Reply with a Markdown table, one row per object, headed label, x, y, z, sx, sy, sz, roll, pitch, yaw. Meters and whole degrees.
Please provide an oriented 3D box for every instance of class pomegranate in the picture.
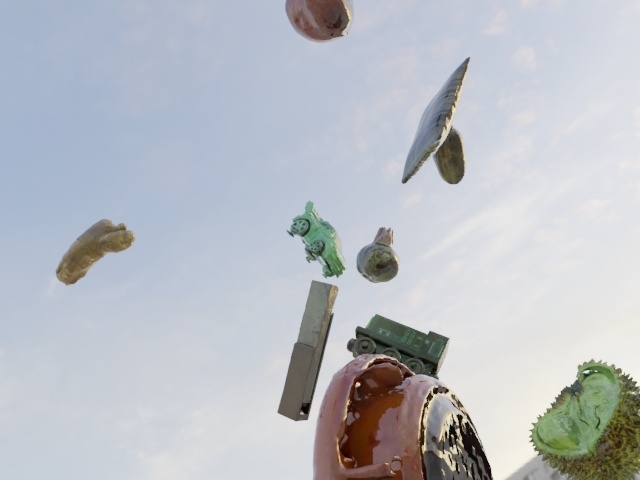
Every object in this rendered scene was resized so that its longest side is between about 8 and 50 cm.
| label | x | y | z | sx | sy | sz | roll | pitch | yaw |
| --- | --- | --- | --- | --- | --- | --- | --- | --- | --- |
| pomegranate | 0.164 | 0.044 | 1.671 | 0.125 | 0.163 | 0.138 | -7 | -5 | -11 |

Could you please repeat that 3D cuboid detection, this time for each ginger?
| label | x | y | z | sx | sy | sz | roll | pitch | yaw |
| --- | --- | --- | --- | --- | --- | --- | --- | --- | --- |
| ginger | -0.543 | 0.012 | 1.363 | 0.205 | 0.115 | 0.081 | -32 | -12 | -6 |

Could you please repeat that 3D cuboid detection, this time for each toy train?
| label | x | y | z | sx | sy | sz | roll | pitch | yaw |
| --- | --- | --- | --- | --- | --- | --- | --- | --- | --- |
| toy train | 0.000 | 0.000 | 1.062 | 0.081 | 0.149 | 0.099 | -40 | -44 | -8 |
| toy train | 0.178 | 0.253 | 1.322 | 0.225 | 0.137 | 0.090 | 20 | -37 | 22 |

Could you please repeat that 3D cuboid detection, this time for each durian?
| label | x | y | z | sx | sy | sz | roll | pitch | yaw |
| --- | --- | --- | --- | --- | --- | --- | --- | --- | --- |
| durian | 0.523 | 0.355 | 1.093 | 0.176 | 0.200 | 0.237 | 47 | -110 | -30 |

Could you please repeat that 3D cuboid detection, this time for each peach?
| label | x | y | z | sx | sy | sz | roll | pitch | yaw |
| --- | --- | --- | --- | --- | --- | --- | --- | --- | --- |
| peach | 0.006 | -0.506 | 1.262 | 0.151 | 0.152 | 0.152 | -12 | -39 | -10 |

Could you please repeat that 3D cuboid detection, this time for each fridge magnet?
| label | x | y | z | sx | sy | sz | roll | pitch | yaw |
| --- | --- | --- | --- | --- | --- | --- | --- | --- | --- |
| fridge magnet | 0.116 | 0.318 | 0.714 | 0.155 | 0.364 | 0.363 | -22 | -36 | 26 |

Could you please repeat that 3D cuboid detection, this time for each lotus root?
| label | x | y | z | sx | sy | sz | roll | pitch | yaw |
| --- | --- | --- | --- | --- | --- | --- | --- | --- | --- |
| lotus root | 0.345 | -0.235 | 1.545 | 0.089 | 0.081 | 0.180 | -2 | -59 | 27 |

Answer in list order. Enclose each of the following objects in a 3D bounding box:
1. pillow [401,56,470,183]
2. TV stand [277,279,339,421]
| label | x | y | z | sx | sy | sz | roll | pitch | yaw |
| --- | --- | --- | --- | --- | --- | --- | --- | --- | --- |
| pillow | 0.240 | -0.245 | 1.203 | 0.052 | 0.212 | 0.208 | 26 | -22 | -4 |
| TV stand | -0.021 | 0.205 | 1.079 | 0.048 | 0.257 | 0.040 | 10 | -7 | 35 |
